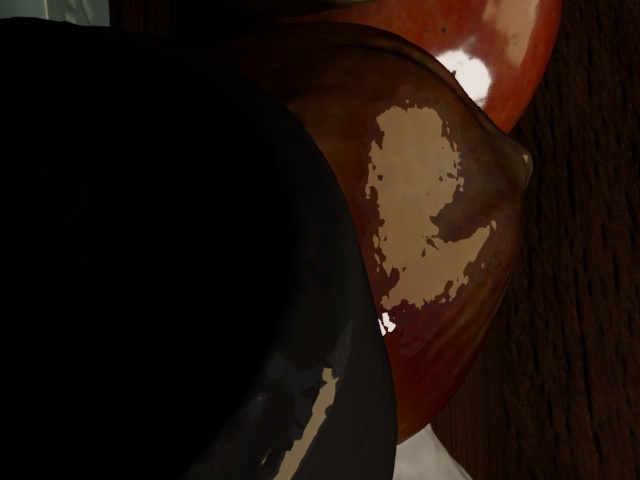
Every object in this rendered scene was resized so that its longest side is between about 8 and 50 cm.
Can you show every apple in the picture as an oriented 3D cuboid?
[{"bbox_3d":[0.033,-0.129,1.053,0.234,0.234,0.234,-4,90,-79],"label":"apple"}]

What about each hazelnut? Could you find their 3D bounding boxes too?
[{"bbox_3d":[0.000,0.000,0.843,0.229,0.229,0.229,-4,90,-79],"label":"hazelnut"}]

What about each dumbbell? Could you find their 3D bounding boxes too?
[{"bbox_3d":[-0.063,0.113,0.508,0.322,0.203,0.204,74,17,-48],"label":"dumbbell"}]

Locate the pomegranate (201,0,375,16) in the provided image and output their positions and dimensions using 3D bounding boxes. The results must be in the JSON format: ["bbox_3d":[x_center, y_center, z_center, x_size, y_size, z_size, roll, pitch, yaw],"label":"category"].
[{"bbox_3d":[-0.018,-0.215,0.831,0.233,0.233,0.233,-4,90,-79],"label":"pomegranate"}]

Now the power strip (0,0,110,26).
[{"bbox_3d":[-0.125,-0.105,0.652,0.167,0.054,0.253,-67,150,-64],"label":"power strip"}]

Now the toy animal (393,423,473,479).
[{"bbox_3d":[0.034,0.159,1.065,0.258,0.194,0.357,-1,78,-69],"label":"toy animal"}]
